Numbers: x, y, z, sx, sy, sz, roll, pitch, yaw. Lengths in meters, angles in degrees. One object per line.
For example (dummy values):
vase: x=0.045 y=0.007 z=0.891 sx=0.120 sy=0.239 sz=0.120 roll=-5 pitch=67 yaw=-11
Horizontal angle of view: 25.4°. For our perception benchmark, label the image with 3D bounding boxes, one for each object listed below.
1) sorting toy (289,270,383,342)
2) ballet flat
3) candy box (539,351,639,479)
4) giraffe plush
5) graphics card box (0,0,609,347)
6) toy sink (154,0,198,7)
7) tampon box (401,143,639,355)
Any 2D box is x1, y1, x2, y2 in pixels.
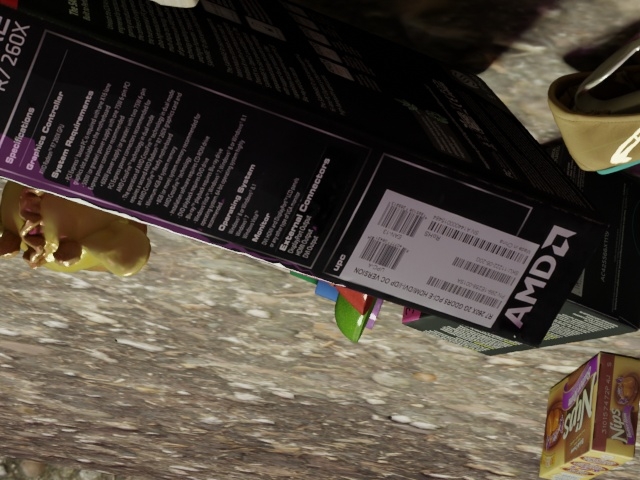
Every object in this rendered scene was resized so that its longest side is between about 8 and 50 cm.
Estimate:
sorting toy: x=0.000 y=0.000 z=1.148 sx=0.126 sy=0.127 sz=0.365 roll=21 pitch=170 yaw=4
ballet flat: x=0.226 y=-0.094 z=0.840 sx=0.232 sy=0.080 sz=0.073 roll=-18 pitch=117 yaw=49
candy box: x=0.296 y=0.200 z=1.565 sx=0.053 sy=0.109 sz=0.187 roll=11 pitch=161 yaw=-4
giraffe plush: x=-0.155 y=-0.051 z=0.990 sx=0.181 sy=0.170 sz=0.210 roll=-8 pitch=154 yaw=42
graphics card box: x=-0.044 y=-0.078 z=0.803 sx=0.371 sy=0.094 sz=0.233 roll=17 pitch=-159 yaw=-23
toy sink: x=-0.097 y=-0.195 z=0.590 sx=0.234 sy=0.153 sz=0.131 roll=7 pitch=160 yaw=6
tampon box: x=0.156 y=0.012 z=1.088 sx=0.101 sy=0.120 sz=0.161 roll=22 pitch=157 yaw=-32
